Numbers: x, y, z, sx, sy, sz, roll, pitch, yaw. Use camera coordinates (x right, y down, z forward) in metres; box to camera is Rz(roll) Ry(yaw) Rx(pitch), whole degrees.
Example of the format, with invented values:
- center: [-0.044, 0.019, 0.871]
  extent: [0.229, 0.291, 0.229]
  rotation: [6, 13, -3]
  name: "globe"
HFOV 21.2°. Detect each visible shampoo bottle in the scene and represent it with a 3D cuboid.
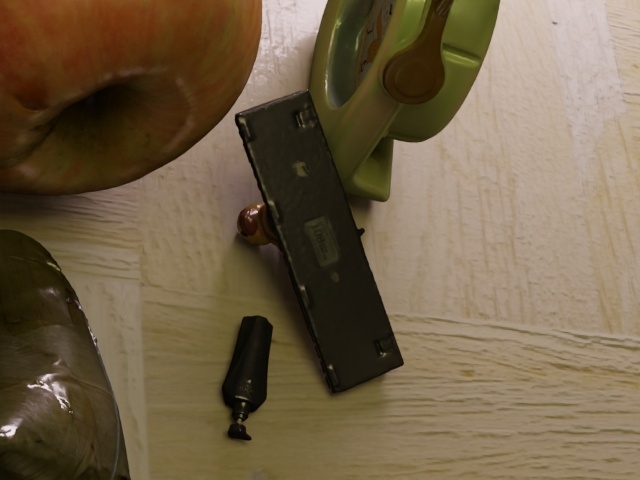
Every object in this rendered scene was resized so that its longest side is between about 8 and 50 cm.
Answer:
- center: [-0.076, 0.141, 1.772]
  extent: [0.048, 0.027, 0.137]
  rotation: [19, 56, -12]
  name: "shampoo bottle"

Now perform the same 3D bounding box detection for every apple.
- center: [-0.251, -0.242, 1.697]
  extent: [0.391, 0.391, 0.346]
  rotation: [-4, 62, -28]
  name: "apple"

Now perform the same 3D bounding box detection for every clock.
- center: [0.096, -0.232, 1.875]
  extent: [0.117, 0.348, 0.286]
  rotation: [17, 57, -16]
  name: "clock"

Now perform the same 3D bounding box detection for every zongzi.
- center: [-0.278, 0.102, 1.485]
  extent: [0.174, 0.393, 0.356]
  rotation: [-14, 62, -7]
  name: "zongzi"

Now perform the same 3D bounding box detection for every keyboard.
- center: [0.000, 0.000, 1.826]
  extent: [0.106, 0.027, 0.317]
  rotation: [-21, 93, -29]
  name: "keyboard"

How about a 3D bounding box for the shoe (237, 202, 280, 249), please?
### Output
- center: [-0.036, -0.018, 1.865]
  extent: [0.109, 0.069, 0.072]
  rotation: [-27, 100, -26]
  name: "shoe"
